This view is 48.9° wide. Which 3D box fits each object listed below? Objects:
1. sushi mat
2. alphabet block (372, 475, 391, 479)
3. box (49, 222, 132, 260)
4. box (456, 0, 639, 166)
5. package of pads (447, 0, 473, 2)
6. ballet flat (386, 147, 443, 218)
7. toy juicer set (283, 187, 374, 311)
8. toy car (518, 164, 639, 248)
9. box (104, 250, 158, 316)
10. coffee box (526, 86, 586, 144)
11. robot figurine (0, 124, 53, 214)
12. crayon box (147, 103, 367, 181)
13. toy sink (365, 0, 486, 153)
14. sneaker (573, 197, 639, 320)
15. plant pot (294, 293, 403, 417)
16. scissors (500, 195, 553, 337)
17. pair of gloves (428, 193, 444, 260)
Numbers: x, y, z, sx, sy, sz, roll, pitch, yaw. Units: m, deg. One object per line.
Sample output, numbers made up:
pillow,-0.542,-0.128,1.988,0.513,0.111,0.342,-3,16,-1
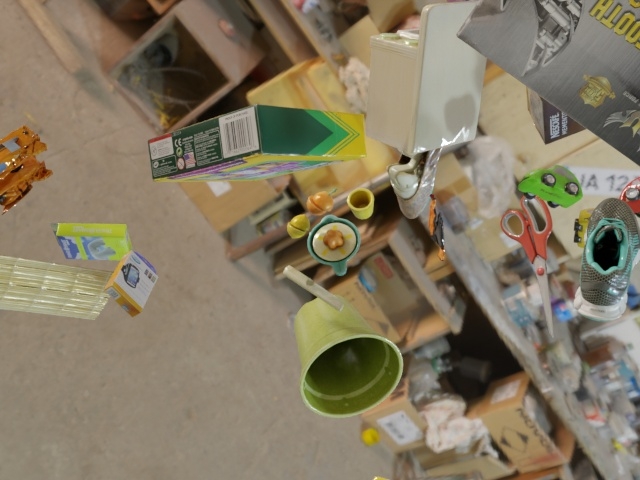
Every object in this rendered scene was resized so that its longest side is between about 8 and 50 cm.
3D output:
sushi mat,-0.596,0.099,1.489,0.317,0.151,0.019,13,32,-40
alphabet block,0.179,0.555,1.267,0.197,0.193,0.193,52,51,-58
box,-0.549,0.003,1.686,0.109,0.178,0.042,99,-9,-57
box,0.276,-0.207,0.667,0.231,0.183,0.056,37,23,1
package of pads,0.240,-0.412,1.134,0.050,0.083,0.031,17,59,-34
ballet flat,0.207,-0.184,1.568,0.106,0.315,0.107,-10,38,-34
toy juicer set,0.000,0.000,1.782,0.089,0.209,0.328,70,35,-60
toy car,0.426,-0.073,1.128,0.225,0.239,0.053,20,65,-10
box,-0.372,0.081,1.399,0.081,0.028,0.136,50,22,-23
coffee box,0.452,-0.303,1.281,0.246,0.141,0.098,59,14,-57
robot figurine,-0.704,-0.106,1.480,0.085,0.211,0.291,36,61,7
crayon box,-0.136,-0.201,1.523,0.313,0.363,0.106,-7,91,-47
toy sink,0.173,-0.282,1.168,0.153,0.131,0.234,-18,123,-34
sneaker,0.313,0.004,0.754,0.076,0.065,0.166,75,29,-44
plant pot,0.045,0.286,1.887,0.276,0.276,0.254,40,11,-33
scissors,0.452,0.042,1.427,0.021,0.109,0.297,17,48,-46
pair of gloves,0.166,-0.019,1.010,0.083,0.010,0.074,-98,-178,-60
